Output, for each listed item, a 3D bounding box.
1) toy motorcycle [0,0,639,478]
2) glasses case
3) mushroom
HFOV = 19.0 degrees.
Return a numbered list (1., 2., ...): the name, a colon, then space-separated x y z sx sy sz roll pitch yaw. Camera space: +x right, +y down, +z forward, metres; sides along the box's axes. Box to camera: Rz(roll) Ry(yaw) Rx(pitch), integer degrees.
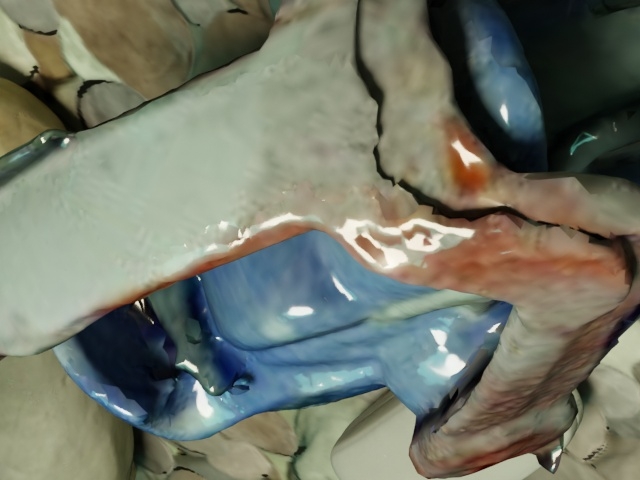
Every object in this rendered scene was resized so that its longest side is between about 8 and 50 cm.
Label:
1. toy motorcycle: -0.004 -0.023 0.642 0.241 0.182 0.319 17 152 -23
2. glasses case: 0.058 0.087 0.851 0.063 0.041 0.164 37 146 -5
3. mushroom: -0.157 0.057 0.956 0.109 0.097 0.351 21 141 20
